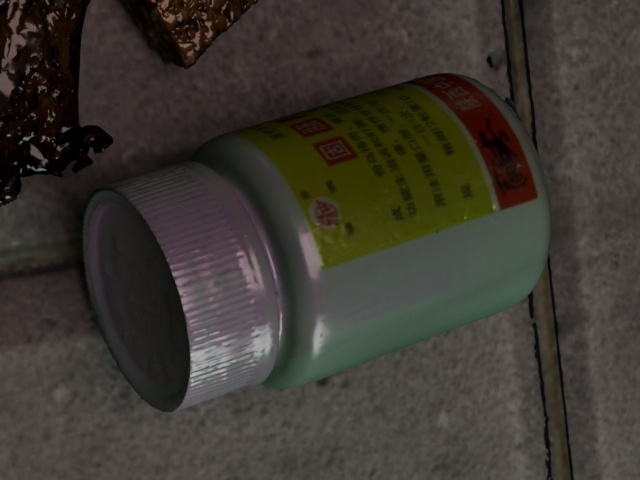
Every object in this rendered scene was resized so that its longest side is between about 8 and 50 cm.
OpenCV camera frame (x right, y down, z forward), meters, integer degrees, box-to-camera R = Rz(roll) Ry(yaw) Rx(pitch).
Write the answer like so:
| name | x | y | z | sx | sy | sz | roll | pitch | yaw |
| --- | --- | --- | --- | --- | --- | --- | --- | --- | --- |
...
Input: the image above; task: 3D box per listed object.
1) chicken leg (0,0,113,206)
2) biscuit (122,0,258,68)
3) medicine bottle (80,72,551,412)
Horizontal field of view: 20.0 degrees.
| name | x | y | z | sx | sy | sz | roll | pitch | yaw |
| --- | --- | --- | --- | --- | --- | --- | --- | --- | --- |
| chicken leg | -0.147 | -0.116 | 0.924 | 0.105 | 0.063 | 0.234 | 12 | 84 | -33 |
| biscuit | -0.027 | -0.178 | 1.006 | 0.199 | 0.034 | 0.064 | -45 | 110 | -22 |
| medicine bottle | 0.000 | 0.000 | 0.963 | 0.225 | 0.139 | 0.139 | -19 | 99 | -27 |
